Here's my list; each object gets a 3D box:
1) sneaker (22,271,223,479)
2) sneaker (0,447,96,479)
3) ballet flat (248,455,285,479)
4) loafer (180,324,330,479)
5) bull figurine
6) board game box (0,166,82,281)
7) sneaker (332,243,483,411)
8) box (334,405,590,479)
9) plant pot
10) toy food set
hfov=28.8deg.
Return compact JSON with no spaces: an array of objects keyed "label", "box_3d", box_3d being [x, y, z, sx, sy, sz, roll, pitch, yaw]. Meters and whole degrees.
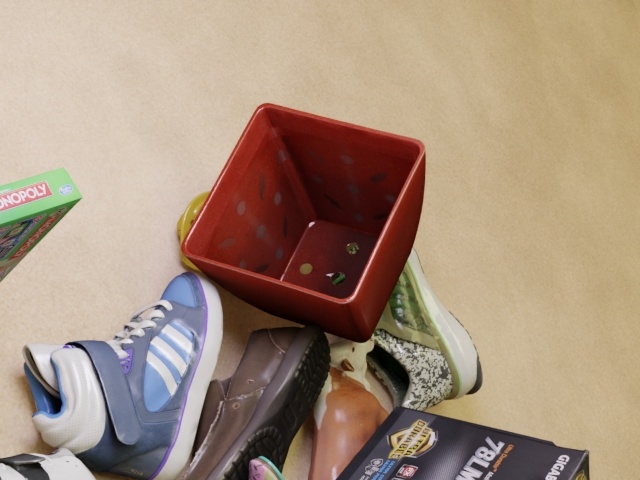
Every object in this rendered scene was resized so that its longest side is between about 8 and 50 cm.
[{"label":"sneaker","box_3d":[-0.266,0.143,1.626,0.236,0.130,0.323,29,52,-30]},{"label":"sneaker","box_3d":[-0.352,0.303,1.458,0.330,0.122,0.146,33,43,-37]},{"label":"ballet flat","box_3d":[-0.056,0.373,1.645,0.079,0.077,0.221,-43,137,-16]},{"label":"loafer","box_3d":[-0.111,0.262,1.716,0.366,0.130,0.134,-56,144,-39]},{"label":"bull figurine","box_3d":[0.054,0.296,1.829,0.188,0.101,0.310,31,54,-29]},{"label":"board game box","box_3d":[-0.432,0.036,1.410,0.213,0.317,0.046,-25,80,-48]},{"label":"sneaker","box_3d":[0.081,0.109,1.968,0.182,0.158,0.410,-33,83,-35]},{"label":"box","box_3d":[0.164,0.349,1.632,0.295,0.293,0.073,-41,129,-46]},{"label":"plant pot","box_3d":[0.000,0.000,1.793,0.267,0.267,0.236,-63,155,-23]},{"label":"toy food set","box_3d":[-0.137,-0.009,1.903,0.217,0.071,0.128,3,86,-39]}]
